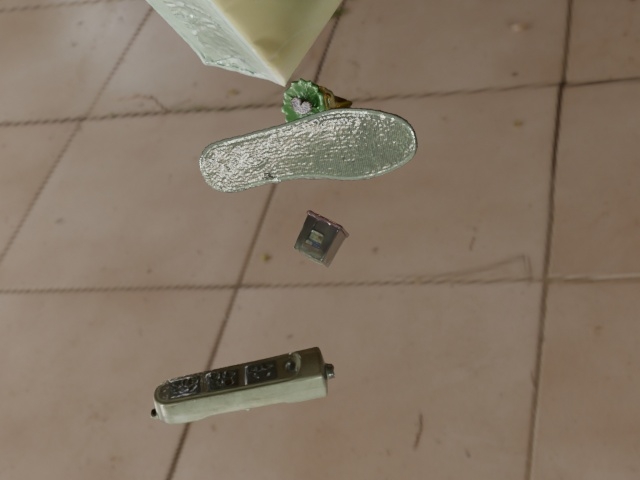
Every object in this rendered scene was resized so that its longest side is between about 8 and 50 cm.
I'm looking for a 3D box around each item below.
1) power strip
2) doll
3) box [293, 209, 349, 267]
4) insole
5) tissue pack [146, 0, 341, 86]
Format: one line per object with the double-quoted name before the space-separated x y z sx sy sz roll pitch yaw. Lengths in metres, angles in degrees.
"power strip" -0.120 0.221 1.578 0.285 0.048 0.080 -12 26 1
"doll" -0.008 -0.194 1.565 0.078 0.113 0.077 23 97 21
"box" 0.000 0.000 1.546 0.060 0.084 0.063 24 86 11
"insole" -0.015 -0.093 1.094 0.231 0.080 0.003 -8 19 7
"tissue pack" -0.077 -0.464 1.378 0.205 0.332 0.405 25 77 40
